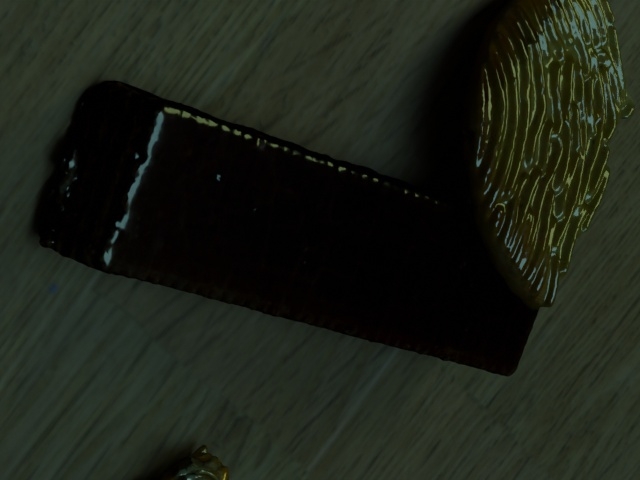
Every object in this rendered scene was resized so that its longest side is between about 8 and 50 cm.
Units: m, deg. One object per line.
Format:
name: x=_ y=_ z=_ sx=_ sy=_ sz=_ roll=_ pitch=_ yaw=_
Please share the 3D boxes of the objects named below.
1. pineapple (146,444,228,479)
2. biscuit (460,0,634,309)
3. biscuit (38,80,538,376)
pineapple: x=-0.117 y=0.263 z=1.159 sx=0.164 sy=0.140 sz=0.249 roll=11 pitch=104 yaw=-40
biscuit: x=0.159 y=-0.069 z=1.259 sx=0.176 sy=0.031 sz=0.228 roll=-3 pitch=88 yaw=-43
biscuit: x=0.000 y=0.000 z=1.188 sx=0.388 sy=0.073 sz=0.107 roll=17 pitch=95 yaw=-42
